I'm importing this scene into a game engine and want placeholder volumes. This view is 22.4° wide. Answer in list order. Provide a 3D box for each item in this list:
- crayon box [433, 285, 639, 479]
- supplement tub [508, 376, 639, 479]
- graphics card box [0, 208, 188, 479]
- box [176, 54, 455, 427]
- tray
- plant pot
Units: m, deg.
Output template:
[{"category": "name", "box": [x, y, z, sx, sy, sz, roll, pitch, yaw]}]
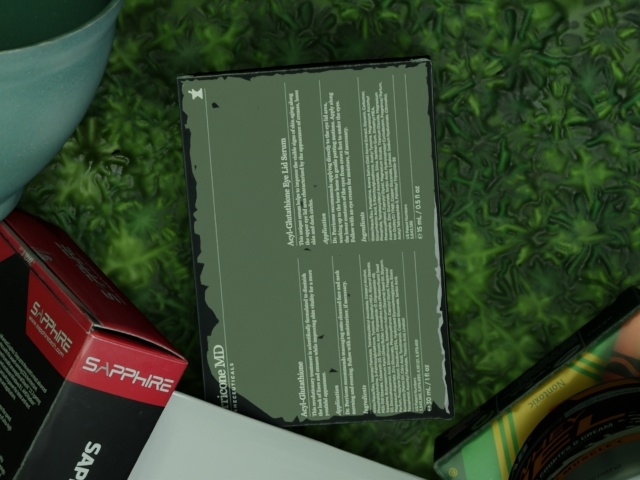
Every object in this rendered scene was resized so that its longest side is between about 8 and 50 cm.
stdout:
[{"category": "crayon box", "box": [0.260, 0.221, 1.210, 0.202, 0.081, 0.318, -39, 93, 8]}, {"category": "supplement tub", "box": [0.212, 0.196, 1.010, 0.193, 0.316, 0.194, 1, 96, 5]}, {"category": "graphics card box", "box": [-0.256, 0.182, 1.177, 0.094, 0.233, 0.371, 22, 100, -39]}, {"category": "box", "box": [0.000, 0.000, 1.194, 0.184, 0.103, 0.261, -3, 98, 3]}, {"category": "tray", "box": [-0.030, 0.213, 1.185, 0.270, 0.030, 0.145, 23, 88, -25]}, {"category": "plant pot", "box": [-0.290, -0.121, 1.136, 0.293, 0.293, 0.196, 15, 126, 3]}]
